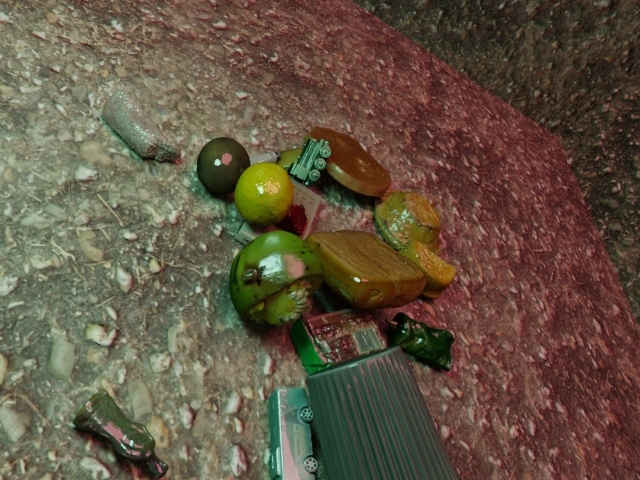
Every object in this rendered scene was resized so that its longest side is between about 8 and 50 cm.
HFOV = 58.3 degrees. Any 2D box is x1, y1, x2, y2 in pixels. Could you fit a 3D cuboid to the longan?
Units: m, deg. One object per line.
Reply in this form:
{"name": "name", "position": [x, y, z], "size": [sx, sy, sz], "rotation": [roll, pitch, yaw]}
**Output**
{"name": "longan", "position": [-0.297, -0.226, 1.737], "size": [0.167, 0.167, 0.187], "rotation": [32, 23, -15]}

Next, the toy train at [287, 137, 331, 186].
{"name": "toy train", "position": [-0.033, -0.274, 1.967], "size": [0.111, 0.071, 0.171], "rotation": [26, 86, -14]}

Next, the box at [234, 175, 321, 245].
{"name": "box", "position": [-0.127, -0.078, 1.845], "size": [0.204, 0.051, 0.365], "rotation": [34, 40, -13]}

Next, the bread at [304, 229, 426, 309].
{"name": "bread", "position": [0.116, 0.098, 1.768], "size": [0.328, 0.148, 0.337], "rotation": [-5, 31, -44]}

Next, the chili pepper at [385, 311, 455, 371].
{"name": "chili pepper", "position": [0.316, 0.313, 1.848], "size": [0.270, 0.099, 0.136], "rotation": [30, 65, -26]}

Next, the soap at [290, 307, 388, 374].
{"name": "soap", "position": [0.063, 0.289, 1.645], "size": [0.273, 0.098, 0.218], "rotation": [-7, 60, -44]}

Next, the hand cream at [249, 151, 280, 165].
{"name": "hand cream", "position": [-0.218, -0.263, 1.940], "size": [0.194, 0.042, 0.067], "rotation": [-23, 74, -37]}

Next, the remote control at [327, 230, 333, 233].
{"name": "remote control", "position": [-0.001, 0.001, 1.905], "size": [0.152, 0.027, 0.043], "rotation": [-15, 62, -49]}

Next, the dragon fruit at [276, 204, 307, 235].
{"name": "dragon fruit", "position": [-0.093, -0.077, 1.804], "size": [0.131, 0.063, 0.097], "rotation": [-73, 144, -48]}

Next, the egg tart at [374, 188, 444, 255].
{"name": "egg tart", "position": [0.355, -0.082, 2.204], "size": [0.341, 0.132, 0.341], "rotation": [23, 42, -23]}

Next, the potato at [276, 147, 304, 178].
{"name": "potato", "position": [-0.102, -0.300, 2.043], "size": [0.120, 0.081, 0.149], "rotation": [18, 46, -32]}

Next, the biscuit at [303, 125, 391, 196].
{"name": "biscuit", "position": [0.104, -0.296, 2.183], "size": [0.365, 0.062, 0.385], "rotation": [50, 28, 21]}

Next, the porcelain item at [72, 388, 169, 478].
{"name": "porcelain item", "position": [-0.394, 0.401, 1.170], "size": [0.215, 0.069, 0.081], "rotation": [41, 27, -2]}

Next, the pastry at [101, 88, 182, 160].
{"name": "pastry", "position": [-0.532, -0.323, 1.678], "size": [0.265, 0.103, 0.112], "rotation": [40, 46, -2]}

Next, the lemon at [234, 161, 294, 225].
{"name": "lemon", "position": [-0.164, -0.136, 1.689], "size": [0.180, 0.180, 0.193], "rotation": [38, 27, -7]}

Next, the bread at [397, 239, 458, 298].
{"name": "bread", "position": [0.370, 0.113, 2.033], "size": [0.229, 0.143, 0.139], "rotation": [35, 39, -8]}

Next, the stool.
{"name": "stool", "position": [0.126, 0.442, 1.350], "size": [0.297, 0.297, 0.330], "rotation": [-9, 77, -45]}

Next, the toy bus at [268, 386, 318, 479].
{"name": "toy bus", "position": [-0.067, 0.484, 1.371], "size": [0.109, 0.091, 0.262], "rotation": [10, 47, -21]}

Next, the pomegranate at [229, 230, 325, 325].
{"name": "pomegranate", "position": [-0.110, 0.104, 1.558], "size": [0.260, 0.260, 0.340], "rotation": [52, 10, 9]}
